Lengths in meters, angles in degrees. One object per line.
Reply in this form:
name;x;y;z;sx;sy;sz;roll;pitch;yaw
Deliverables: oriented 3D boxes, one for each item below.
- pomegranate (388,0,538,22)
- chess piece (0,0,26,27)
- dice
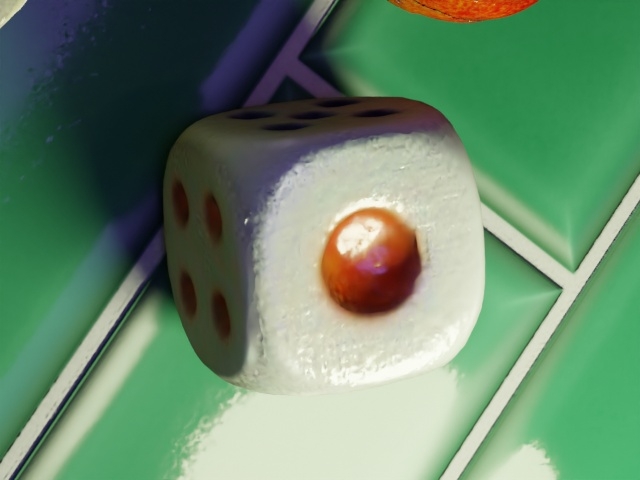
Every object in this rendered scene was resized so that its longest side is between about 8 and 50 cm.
pomegranate;0.095;-0.267;1.380;0.235;0.210;0.210;23;90;-19
chess piece;-0.325;-0.243;1.230;0.167;0.167;0.300;-46;110;-10
dice;0.000;0.000;1.393;0.194;0.192;0.193;-12;103;-23
